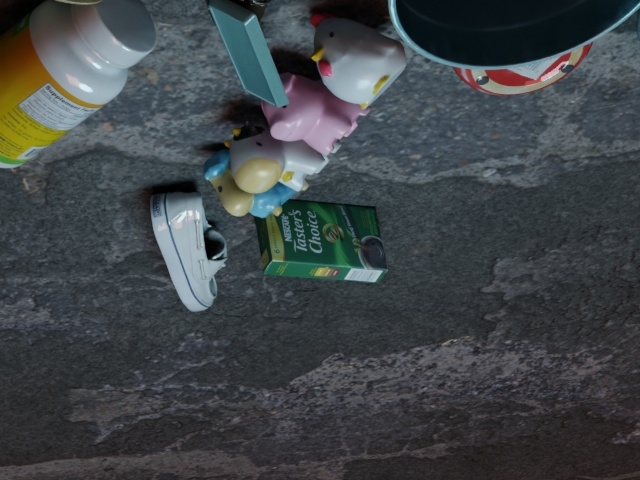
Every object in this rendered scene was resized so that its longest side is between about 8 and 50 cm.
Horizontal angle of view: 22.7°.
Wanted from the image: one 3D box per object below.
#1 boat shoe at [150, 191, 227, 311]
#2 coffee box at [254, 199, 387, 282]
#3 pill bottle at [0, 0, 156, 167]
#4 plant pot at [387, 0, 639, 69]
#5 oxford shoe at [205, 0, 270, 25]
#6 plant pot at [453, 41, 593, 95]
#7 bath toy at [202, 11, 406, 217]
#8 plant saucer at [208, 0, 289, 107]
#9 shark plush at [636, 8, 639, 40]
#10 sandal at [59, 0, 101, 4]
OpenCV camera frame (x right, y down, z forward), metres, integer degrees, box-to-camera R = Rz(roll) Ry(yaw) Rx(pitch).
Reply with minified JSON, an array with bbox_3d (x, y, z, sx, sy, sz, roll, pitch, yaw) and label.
[{"bbox_3d":[-0.174,0.019,2.281,0.084,0.095,0.258,-9,149,5],"label":"boat shoe"},{"bbox_3d":[0.000,0.000,2.288,0.184,0.113,0.040,6,146,-23],"label":"coffee box"},{"bbox_3d":[-0.312,-0.198,1.854,0.246,0.136,0.136,-31,143,29],"label":"pill bottle"},{"bbox_3d":[0.170,-0.348,1.527,0.271,0.255,0.271,-10,149,-6],"label":"plant pot"},{"bbox_3d":[-0.088,-0.295,1.812,0.083,0.096,0.227,-6,150,-12],"label":"oxford shoe"},{"bbox_3d":[0.224,-0.280,1.860,0.191,0.174,0.191,-9,146,-6],"label":"plant pot"},{"bbox_3d":[-0.026,-0.161,2.025,0.151,0.129,0.348,-44,177,-43],"label":"bath toy"},{"bbox_3d":[-0.085,-0.218,1.869,0.018,0.067,0.192,-53,155,-15],"label":"plant saucer"},{"bbox_3d":[0.410,-0.294,2.008,0.067,0.073,0.161,8,167,33],"label":"shark plush"},{"bbox_3d":[-0.350,-0.313,1.739,0.240,0.088,0.079,16,166,-26],"label":"sandal"}]
